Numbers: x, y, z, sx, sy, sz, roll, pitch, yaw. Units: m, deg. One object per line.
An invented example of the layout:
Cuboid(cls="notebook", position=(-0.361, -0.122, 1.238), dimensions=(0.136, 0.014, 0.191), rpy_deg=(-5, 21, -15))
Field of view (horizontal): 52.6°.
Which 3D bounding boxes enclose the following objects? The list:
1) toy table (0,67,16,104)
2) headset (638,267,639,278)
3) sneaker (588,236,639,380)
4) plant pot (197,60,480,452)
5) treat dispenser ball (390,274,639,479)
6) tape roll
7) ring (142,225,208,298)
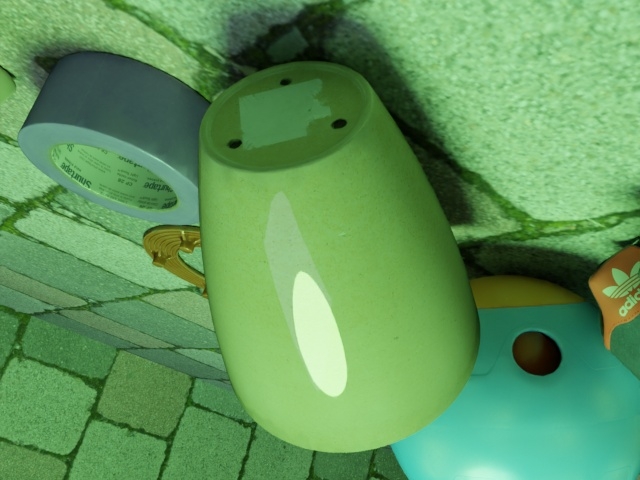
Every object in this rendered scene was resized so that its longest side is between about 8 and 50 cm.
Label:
Cuboid(cls="toy table", position=(-0.402, -0.115, 0.551), dimensions=(0.274, 0.252, 0.161), rpy_deg=(12, 146, 47))
Cuboid(cls="headset", position=(0.389, 0.033, 0.321), dimensions=(0.394, 0.185, 0.243), rpy_deg=(27, 153, 43))
Cuboid(cls="sneaker", position=(0.345, 0.070, 0.621), dimensions=(0.131, 0.148, 0.350), rpy_deg=(-43, 152, 17))
Cuboid(cls="plant pot", position=(0.000, 0.000, 0.551), dimensions=(0.256, 0.256, 0.274), rpy_deg=(8, 141, 22))
Cuboid(cls="treat dispenser ball", position=(0.214, 0.182, 0.734), dimensions=(0.288, 0.288, 0.288), rpy_deg=(14, 159, 6))
Cuboid(cls="tape roll", position=(-0.187, -0.092, 0.638), dimensions=(0.189, 0.080, 0.189), rpy_deg=(15, 159, 6))
Cuboid(cls="ring", position=(-0.130, 0.065, 1.053), dimensions=(0.336, 0.032, 0.336), rpy_deg=(14, 158, 6))
